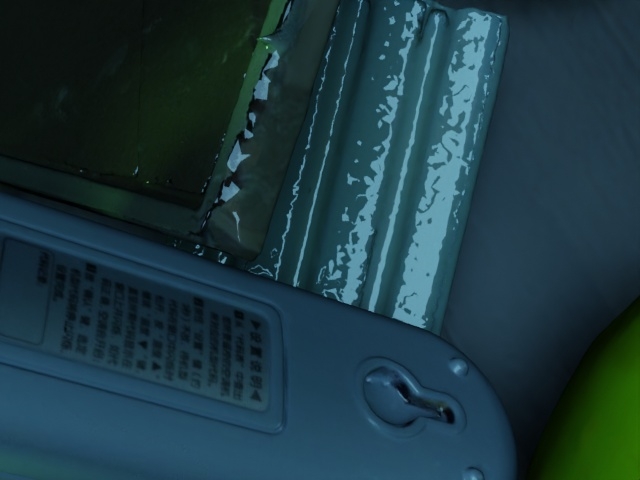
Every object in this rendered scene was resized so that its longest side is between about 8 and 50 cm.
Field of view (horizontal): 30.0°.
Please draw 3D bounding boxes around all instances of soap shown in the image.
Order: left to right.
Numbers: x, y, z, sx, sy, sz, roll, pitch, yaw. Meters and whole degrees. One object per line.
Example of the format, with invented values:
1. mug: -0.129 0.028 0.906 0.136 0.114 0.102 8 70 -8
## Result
1. soap: 0.000 0.000 0.477 0.114 0.063 0.198 14 86 6

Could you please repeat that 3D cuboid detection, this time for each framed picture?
1. framed picture: -0.049 -0.162 0.442 0.232 0.024 0.315 16 85 49

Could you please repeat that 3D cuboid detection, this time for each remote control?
1. remote control: -0.040 0.042 0.362 0.244 0.047 0.087 19 43 -25

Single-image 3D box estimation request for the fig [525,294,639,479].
1. fig: 0.199 0.109 0.322 0.258 0.326 0.258 2 84 -15
